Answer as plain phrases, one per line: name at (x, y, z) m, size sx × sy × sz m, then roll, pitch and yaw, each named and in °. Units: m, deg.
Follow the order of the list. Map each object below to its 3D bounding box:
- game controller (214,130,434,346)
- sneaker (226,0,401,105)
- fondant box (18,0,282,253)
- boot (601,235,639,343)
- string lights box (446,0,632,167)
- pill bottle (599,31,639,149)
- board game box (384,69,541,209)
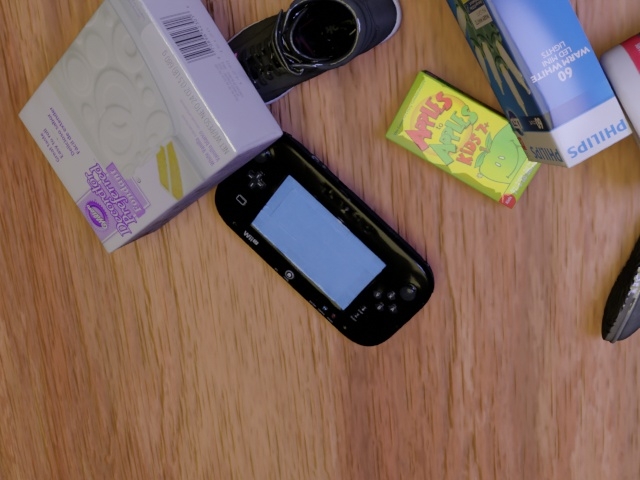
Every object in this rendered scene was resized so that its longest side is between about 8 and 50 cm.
game controller at (0.000, 0.000, 0.960) m, size 0.319 × 0.067 × 0.166 m, roll 43°, pitch 113°, yaw 4°
sneaker at (-0.054, -0.232, 0.870) m, size 0.296 × 0.147 × 0.104 m, roll -19°, pitch 100°, yaw 23°
fondant box at (-0.235, -0.153, 0.930) m, size 0.330 × 0.096 × 0.238 m, roll -29°, pitch 94°, yaw 43°
boot at (0.462, 0.074, 0.831) m, size 0.208 × 0.076 × 0.189 m, roll 22°, pitch 113°, yaw 5°
string lights box at (0.212, -0.210, 0.743) m, size 0.077 × 0.133 × 0.259 m, roll -29°, pitch 98°, yaw 3°
pill bottle at (0.461, -0.184, 0.694) m, size 0.318 × 0.176 × 0.176 m, roll -27°, pitch 95°, yaw 23°
board game box at (0.182, -0.125, 0.876) m, size 0.181 × 0.043 × 0.092 m, roll 31°, pitch 113°, yaw 8°
